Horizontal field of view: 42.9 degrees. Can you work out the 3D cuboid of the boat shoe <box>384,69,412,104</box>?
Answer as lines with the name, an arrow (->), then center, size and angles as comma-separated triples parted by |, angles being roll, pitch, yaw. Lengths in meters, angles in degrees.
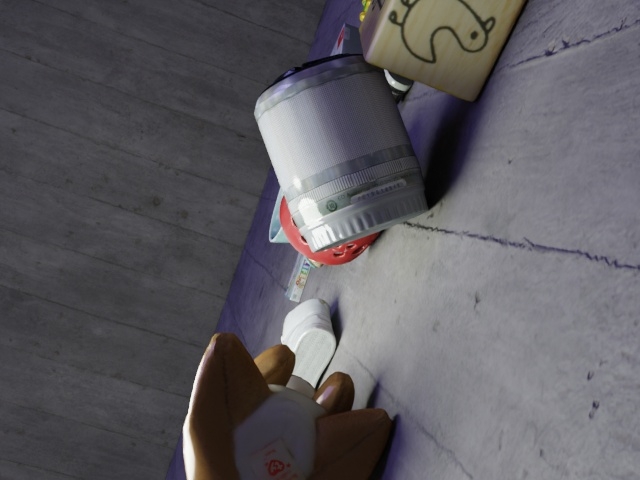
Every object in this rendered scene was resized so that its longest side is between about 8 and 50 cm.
boat shoe -> 0.144, -0.366, 1.753 | 0.227, 0.081, 0.068 | -90, 25, -52

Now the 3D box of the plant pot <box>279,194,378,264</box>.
plant pot -> 0.038, -0.072, 1.506 | 0.174, 0.191, 0.191 | 130, 157, -56

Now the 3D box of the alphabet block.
alphabet block -> 0.184, -0.359, 1.258 | 0.193, 0.193, 0.197 | -88, 19, -62

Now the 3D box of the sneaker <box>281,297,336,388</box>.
sneaker -> -0.055, 0.256, 1.679 | 0.292, 0.108, 0.169 | -56, 14, 21

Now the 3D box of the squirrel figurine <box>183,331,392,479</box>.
squirrel figurine -> -0.096, 0.360, 1.267 | 0.370, 0.281, 0.396 | 132, 158, -79

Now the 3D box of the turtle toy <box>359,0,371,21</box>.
turtle toy -> 0.156, -0.650, 2.211 | 0.130, 0.066, 0.095 | 123, 162, -51

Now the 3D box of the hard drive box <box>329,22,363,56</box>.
hard drive box -> 0.061, -0.467, 2.320 | 0.181, 0.089, 0.232 | -84, 17, -48

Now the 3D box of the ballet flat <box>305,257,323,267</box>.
ballet flat -> 0.000, 0.000, 1.950 | 0.067, 0.073, 0.206 | -40, 23, 14

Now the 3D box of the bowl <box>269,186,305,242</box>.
bowl -> 0.015, -0.118, 1.767 | 0.311, 0.163, 0.311 | -162, 90, -79

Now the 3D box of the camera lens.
camera lens -> 0.032, -0.142, 1.296 | 0.219, 0.219, 0.274 | 147, 103, -73

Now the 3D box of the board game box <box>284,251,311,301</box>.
board game box -> -0.052, 0.080, 2.129 | 0.103, 0.026, 0.154 | -168, 96, -79
